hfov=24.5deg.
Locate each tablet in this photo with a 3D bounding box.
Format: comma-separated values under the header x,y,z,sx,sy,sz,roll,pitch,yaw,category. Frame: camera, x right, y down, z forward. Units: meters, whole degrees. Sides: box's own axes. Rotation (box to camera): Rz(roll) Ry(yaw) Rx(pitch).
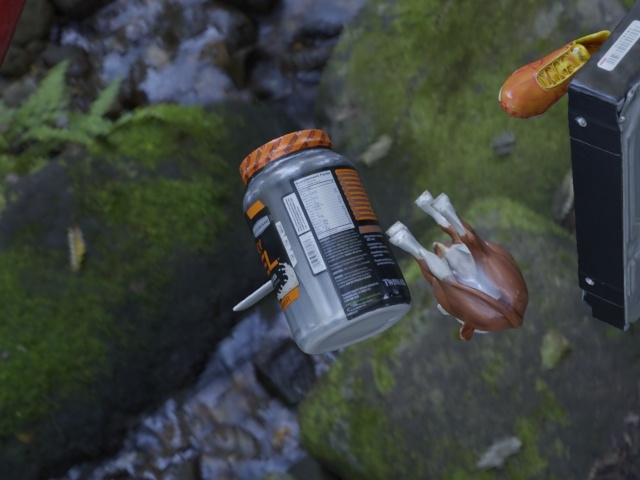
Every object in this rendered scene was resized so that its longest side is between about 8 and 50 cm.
x,y,z,sx,sy,sz,roll,pitch,yaw,category
-0.050,0.046,1.496,0.083,0.054,0.006,-37,84,10,tablet

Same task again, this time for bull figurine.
x,y,z,sx,sy,sz,roll,pitch,yaw,category
0.167,0.037,1.730,0.101,0.310,0.188,-44,93,-4,bull figurine

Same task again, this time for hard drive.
x,y,z,sx,sy,sz,roll,pitch,yaw,category
0.334,-0.096,1.443,0.064,0.339,0.237,27,60,29,hard drive

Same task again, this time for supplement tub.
x,y,z,sx,sy,sz,roll,pitch,yaw,category
0.000,0.000,1.375,0.117,0.117,0.190,-24,74,2,supplement tub

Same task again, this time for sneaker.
x,y,z,sx,sy,sz,roll,pitch,yaw,category
0.271,-0.196,1.684,0.175,0.067,0.064,-34,77,-28,sneaker

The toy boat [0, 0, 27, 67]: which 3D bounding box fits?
x,y,z,sx,sy,sz,roll,pitch,yaw,category
-0.120,-0.082,0.338,0.151,0.151,0.231,22,90,53,toy boat
